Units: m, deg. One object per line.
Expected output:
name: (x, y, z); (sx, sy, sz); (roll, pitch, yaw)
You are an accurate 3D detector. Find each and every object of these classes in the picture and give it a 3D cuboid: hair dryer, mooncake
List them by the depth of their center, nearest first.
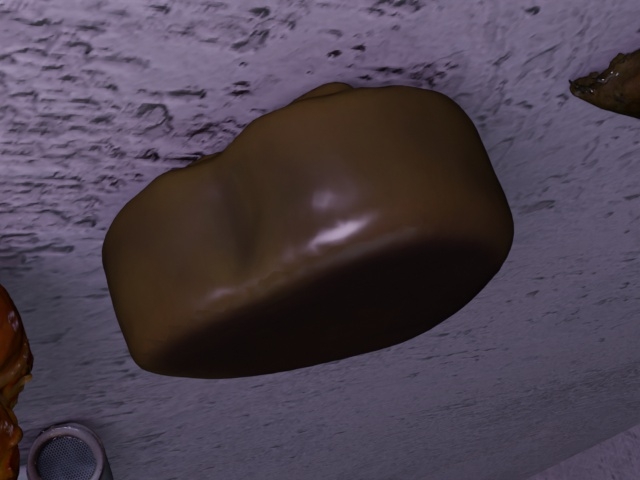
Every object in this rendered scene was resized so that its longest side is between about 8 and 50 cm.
mooncake: (0.000, 0.000, 0.655); (0.235, 0.117, 0.235); (-18, 161, -6)
hair dryer: (-0.316, 0.243, 1.037); (0.236, 0.073, 0.131); (-13, 159, -12)

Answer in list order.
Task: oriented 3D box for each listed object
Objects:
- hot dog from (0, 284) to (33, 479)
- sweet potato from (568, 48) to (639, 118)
hot dog: (-0.246, 0.090, 0.624); (0.153, 0.150, 0.257); (7, 147, -33)
sweet potato: (0.295, -0.154, 0.551); (0.130, 0.130, 0.423); (-8, 164, -28)
